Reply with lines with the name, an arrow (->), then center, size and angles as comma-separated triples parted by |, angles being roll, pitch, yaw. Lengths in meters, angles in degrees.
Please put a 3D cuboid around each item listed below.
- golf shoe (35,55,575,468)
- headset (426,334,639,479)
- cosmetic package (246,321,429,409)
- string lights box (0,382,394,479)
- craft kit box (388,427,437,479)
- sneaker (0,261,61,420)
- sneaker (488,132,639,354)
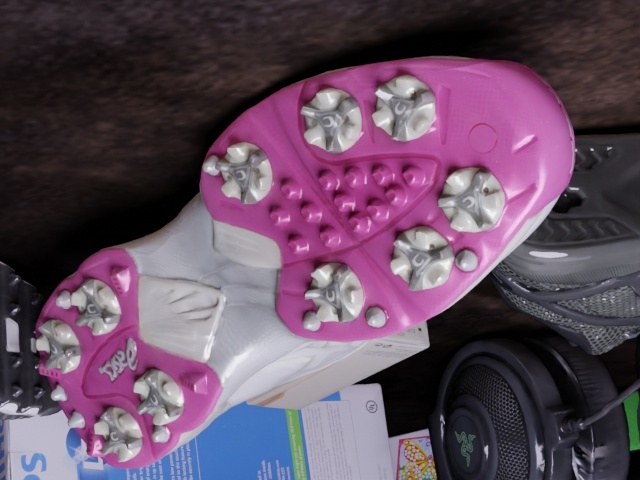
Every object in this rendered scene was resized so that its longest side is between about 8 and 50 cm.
golf shoe -> 0.000, 0.000, 0.723 | 0.306, 0.115, 0.140 | -30, 174, 38
headset -> 0.198, 0.141, 1.018 | 0.243, 0.185, 0.394 | -10, 170, 1
cosmetic package -> 0.004, 0.048, 0.876 | 0.041, 0.060, 0.115 | 10, 150, -38
string lights box -> -0.082, 0.168, 1.043 | 0.259, 0.133, 0.077 | 1, 160, -23
craft kit box -> 0.057, 0.224, 1.355 | 0.246, 0.061, 0.250 | -19, 157, 17
sneaker -> -0.223, 0.043, 0.757 | 0.106, 0.078, 0.234 | -20, 154, 36
sneaker -> 0.187, -0.001, 0.792 | 0.227, 0.087, 0.130 | -4, 160, -3
